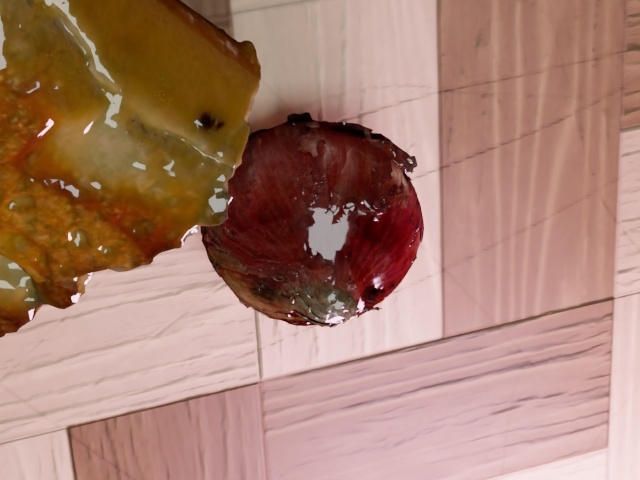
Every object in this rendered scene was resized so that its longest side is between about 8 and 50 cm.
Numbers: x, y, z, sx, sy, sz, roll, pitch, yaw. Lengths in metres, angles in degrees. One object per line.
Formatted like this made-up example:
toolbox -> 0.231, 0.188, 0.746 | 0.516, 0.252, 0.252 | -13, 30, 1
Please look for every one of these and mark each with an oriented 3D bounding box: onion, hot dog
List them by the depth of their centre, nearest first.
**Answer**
hot dog -> -0.281, -0.112, 1.095 | 0.367, 0.196, 0.365 | -26, 136, 30
onion -> 0.000, 0.000, 1.336 | 0.184, 0.147, 0.184 | -9, 133, -9
